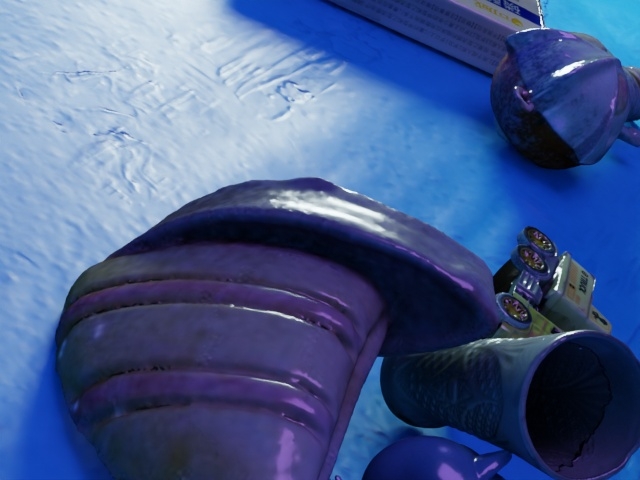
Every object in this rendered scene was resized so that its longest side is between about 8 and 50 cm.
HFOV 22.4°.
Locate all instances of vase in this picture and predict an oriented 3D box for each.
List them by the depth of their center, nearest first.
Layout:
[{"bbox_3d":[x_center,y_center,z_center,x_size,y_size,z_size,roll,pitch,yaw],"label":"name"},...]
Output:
[{"bbox_3d":[0.119,0.101,1.088,0.096,0.096,0.219,15,-5,-24],"label":"vase"}]

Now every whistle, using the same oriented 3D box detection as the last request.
[{"bbox_3d":[0.273,-0.148,1.667,0.142,0.133,0.346,39,22,21],"label":"whistle"}]

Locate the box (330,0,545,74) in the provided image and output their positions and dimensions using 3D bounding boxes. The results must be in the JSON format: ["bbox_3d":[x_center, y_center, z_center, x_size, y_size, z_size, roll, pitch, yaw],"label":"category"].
[{"bbox_3d":[0.079,-0.301,1.765,0.343,0.065,0.200,22,31,-12],"label":"box"}]

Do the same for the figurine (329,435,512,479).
[{"bbox_3d":[0.052,0.204,0.986,0.178,0.114,0.144,-24,83,-41],"label":"figurine"}]

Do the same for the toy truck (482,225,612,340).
[{"bbox_3d":[0.174,0.076,1.280,0.116,0.085,0.191,35,28,-1],"label":"toy truck"}]

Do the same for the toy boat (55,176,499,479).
[{"bbox_3d":[-0.053,0.058,1.043,0.276,0.111,0.293,19,38,28],"label":"toy boat"}]
